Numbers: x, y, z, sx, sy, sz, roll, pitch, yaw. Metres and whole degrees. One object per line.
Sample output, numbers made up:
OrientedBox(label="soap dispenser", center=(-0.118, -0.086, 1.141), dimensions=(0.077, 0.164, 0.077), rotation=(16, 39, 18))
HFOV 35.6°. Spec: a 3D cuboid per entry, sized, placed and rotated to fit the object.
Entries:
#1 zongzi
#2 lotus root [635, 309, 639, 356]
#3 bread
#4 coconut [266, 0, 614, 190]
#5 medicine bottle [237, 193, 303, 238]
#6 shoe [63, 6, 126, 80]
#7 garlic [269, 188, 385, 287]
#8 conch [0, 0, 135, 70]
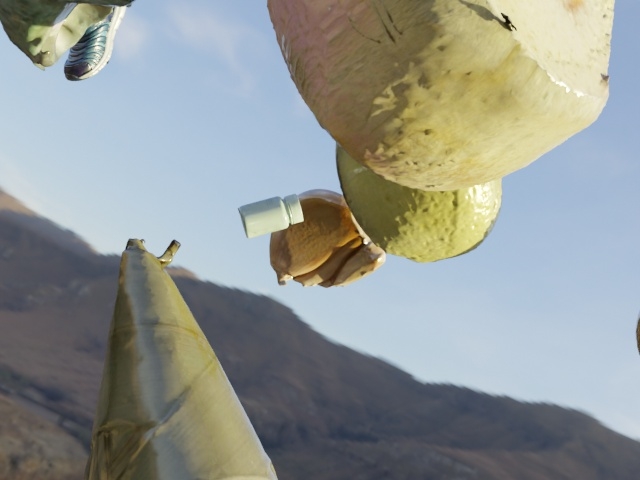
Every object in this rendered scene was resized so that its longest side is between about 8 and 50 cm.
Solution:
OrientedBox(label="zongzi", center=(-0.148, 0.271, 0.900), dimensions=(0.181, 0.418, 0.447), rotation=(-7, -25, -26))
OrientedBox(label="lotus root", center=(0.594, 0.153, 1.597), dimensions=(0.182, 0.183, 0.310), rotation=(23, -37, 20))
OrientedBox(label="bread", center=(0.168, -0.128, 1.566), dimensions=(0.237, 0.321, 0.320), rotation=(-14, -29, 23))
OrientedBox(label="coconut", center=(0.128, -0.244, 1.145), dimensions=(0.404, 0.405, 0.404), rotation=(26, -10, 5))
OrientedBox(label="medicine bottle", center=(-0.069, -0.035, 1.376), dimensions=(0.083, 0.047, 0.047), rotation=(-15, -8, -7))
OrientedBox(label="shoe", center=(-0.444, -0.400, 1.881), dimensions=(0.091, 0.207, 0.106), rotation=(9, -9, 36))
OrientedBox(label="garlic", center=(0.000, 0.000, 2.079), dimensions=(0.217, 0.228, 0.110), rotation=(61, 16, -12))
OrientedBox(label="conch", center=(-0.321, -0.350, 1.309), dimensions=(0.195, 0.277, 0.220), rotation=(32, 7, 17))
